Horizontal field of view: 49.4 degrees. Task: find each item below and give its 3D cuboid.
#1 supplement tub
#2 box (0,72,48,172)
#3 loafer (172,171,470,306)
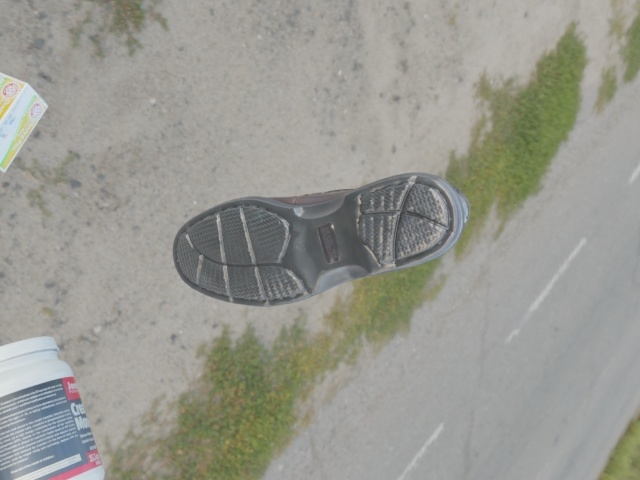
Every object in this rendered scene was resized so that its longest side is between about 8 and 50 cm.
[{"bbox_3d":[-0.499,0.321,1.188,0.191,0.191,0.272,-11,75,-49],"label":"supplement tub"},{"bbox_3d":[-0.766,-0.285,1.657,0.203,0.114,0.103,-64,165,-16],"label":"box"},{"bbox_3d":[0.000,0.000,0.683,0.095,0.302,0.109,-11,91,-65],"label":"loafer"}]
